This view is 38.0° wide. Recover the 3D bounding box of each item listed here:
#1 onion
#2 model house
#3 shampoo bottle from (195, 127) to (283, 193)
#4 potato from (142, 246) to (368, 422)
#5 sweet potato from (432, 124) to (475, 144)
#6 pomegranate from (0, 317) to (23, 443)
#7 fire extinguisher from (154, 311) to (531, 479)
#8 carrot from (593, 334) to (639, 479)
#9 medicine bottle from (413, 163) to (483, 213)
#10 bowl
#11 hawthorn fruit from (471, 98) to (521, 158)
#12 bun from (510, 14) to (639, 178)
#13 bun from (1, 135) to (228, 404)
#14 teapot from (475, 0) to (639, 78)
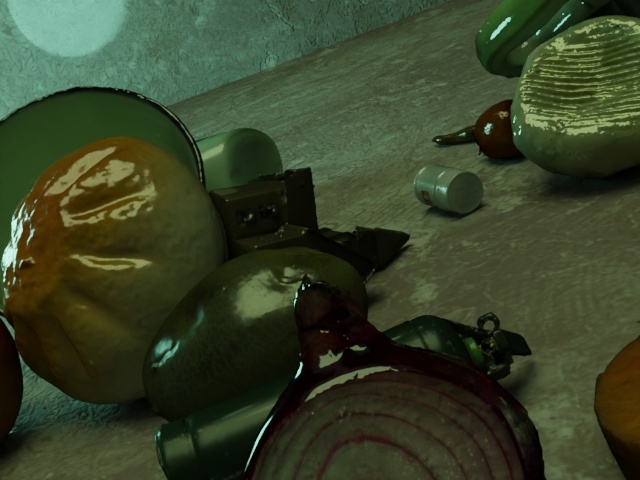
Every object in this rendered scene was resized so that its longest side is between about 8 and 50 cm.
[{"bbox_3d":[0.032,0.124,0.599,0.195,0.218,0.140,-25,-9,9],"label":"onion"},{"bbox_3d":[0.000,0.000,1.087,0.248,0.176,0.181,-13,12,-29],"label":"model house"},{"bbox_3d":[-0.241,-0.076,1.506,0.350,0.151,0.222,-12,6,29],"label":"shampoo bottle"},{"bbox_3d":[-0.061,0.096,0.872,0.235,0.160,0.178,-26,-3,18],"label":"potato"},{"bbox_3d":[0.219,-0.163,1.453,0.115,0.026,0.026,-11,21,40],"label":"sweet potato"},{"bbox_3d":[-0.430,0.153,1.032,0.209,0.209,0.209,-19,19,7],"label":"pomegranate"},{"bbox_3d":[0.030,0.136,0.755,0.311,0.114,0.095,-24,64,-1],"label":"fire extinguisher"},{"bbox_3d":[0.315,0.089,0.563,0.307,0.100,0.258,-7,21,41],"label":"carrot"},{"bbox_3d":[0.164,-0.067,1.203,0.057,0.057,0.089,-28,19,-17],"label":"medicine bottle"},{"bbox_3d":[-0.312,-0.018,1.288,0.354,0.353,0.185,-24,-24,-5],"label":"bowl"},{"bbox_3d":[0.253,-0.152,1.308,0.093,0.081,0.081,-16,18,42],"label":"hawthorn fruit"},{"bbox_3d":[0.347,-0.164,1.132,0.231,0.133,0.231,-16,53,22],"label":"bun"},{"bbox_3d":[-0.252,0.031,1.010,0.299,0.298,0.165,-5,-13,39],"label":"bun"},{"bbox_3d":[0.385,-0.278,1.301,0.239,0.239,0.322,-35,3,46],"label":"teapot"}]
